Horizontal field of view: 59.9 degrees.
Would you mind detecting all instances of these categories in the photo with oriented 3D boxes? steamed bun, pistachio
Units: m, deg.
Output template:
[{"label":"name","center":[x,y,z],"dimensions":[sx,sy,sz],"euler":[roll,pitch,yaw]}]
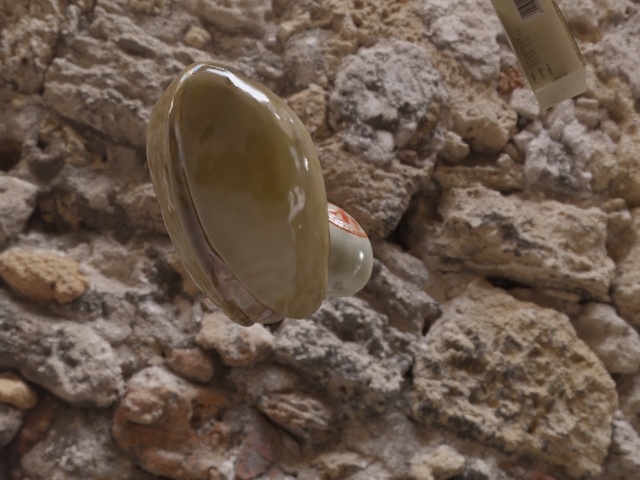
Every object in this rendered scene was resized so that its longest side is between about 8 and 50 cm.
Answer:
[{"label":"steamed bun","center":[0.000,0.000,1.068],"dimensions":[0.231,0.145,0.232],"euler":[23,14,-6]},{"label":"pistachio","center":[-0.076,-0.036,0.550],"dimensions":[0.162,0.181,0.293],"euler":[-2,-51,12]}]

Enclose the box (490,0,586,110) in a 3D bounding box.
[{"label":"box","center":[0.400,-0.365,1.021],"dimensions":[0.095,0.212,0.168],"euler":[-25,-10,22]}]
